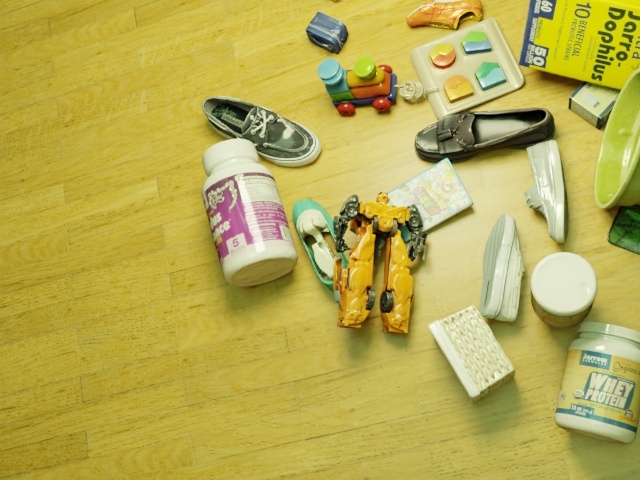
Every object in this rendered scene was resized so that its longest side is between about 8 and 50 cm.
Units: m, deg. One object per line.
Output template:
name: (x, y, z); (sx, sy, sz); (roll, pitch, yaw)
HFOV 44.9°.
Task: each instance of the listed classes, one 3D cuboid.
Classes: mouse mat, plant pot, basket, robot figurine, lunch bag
mouse mat: (0.692, -0.029, 1.552); (0.190, 0.007, 0.152); (24, 81, 19)
plant pot: (0.694, -0.166, 1.473); (0.254, 0.276, 0.276); (13, 77, 4)
basket: (0.300, 0.221, 1.527); (0.103, 0.113, 0.167); (-31, 69, 2)
robot figurine: (0.115, 0.043, 1.612); (0.211, 0.085, 0.291); (9, 77, -17)
lunch bag: (0.017, -0.488, 1.838); (0.098, 0.067, 0.065); (30, 84, 20)

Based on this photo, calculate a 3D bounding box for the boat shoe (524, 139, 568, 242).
boat shoe: (0.465, -0.098, 1.602); (0.081, 0.079, 0.227); (-9, 67, 22)

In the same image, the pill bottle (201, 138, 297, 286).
pill bottle: (-0.167, -0.065, 1.707); (0.169, 0.169, 0.301); (-21, 69, 8)

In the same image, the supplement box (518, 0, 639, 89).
supplement box: (0.611, -0.441, 1.562); (0.357, 0.194, 0.195); (19, 53, 20)

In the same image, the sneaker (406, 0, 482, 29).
sneaker: (0.283, -0.516, 1.778); (0.175, 0.064, 0.067); (-9, 82, 15)

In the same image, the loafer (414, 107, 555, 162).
loafer: (0.346, -0.240, 1.659); (0.303, 0.095, 0.109); (-7, 74, 13)

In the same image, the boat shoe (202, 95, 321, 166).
boat shoe: (-0.142, -0.263, 1.794); (0.301, 0.102, 0.108); (26, 82, 21)

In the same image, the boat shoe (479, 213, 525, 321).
boat shoe: (0.379, 0.060, 1.582); (0.076, 0.083, 0.226); (19, 73, -11)

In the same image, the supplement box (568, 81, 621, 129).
supplement box: (0.584, -0.296, 1.632); (0.083, 0.056, 0.083); (-46, 68, -2)

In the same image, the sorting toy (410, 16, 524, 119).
sorting toy: (0.326, -0.392, 1.741); (0.208, 0.038, 0.193); (-22, 70, 8)

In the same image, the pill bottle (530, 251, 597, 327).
pill bottle: (0.458, 0.102, 1.467); (0.118, 0.208, 0.117); (-4, 73, 14)

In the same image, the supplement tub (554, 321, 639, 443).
supplement tub: (0.524, 0.263, 1.435); (0.144, 0.144, 0.199); (11, 77, 18)

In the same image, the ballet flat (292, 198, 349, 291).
ballet flat: (0.000, 0.000, 1.686); (0.083, 0.087, 0.247); (-30, 68, 8)

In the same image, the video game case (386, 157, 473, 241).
video game case: (0.230, -0.087, 1.674); (0.166, 0.015, 0.119); (-30, 71, 14)

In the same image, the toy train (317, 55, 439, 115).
toy train: (0.125, -0.361, 1.715); (0.248, 0.143, 0.105); (-3, 74, 24)
